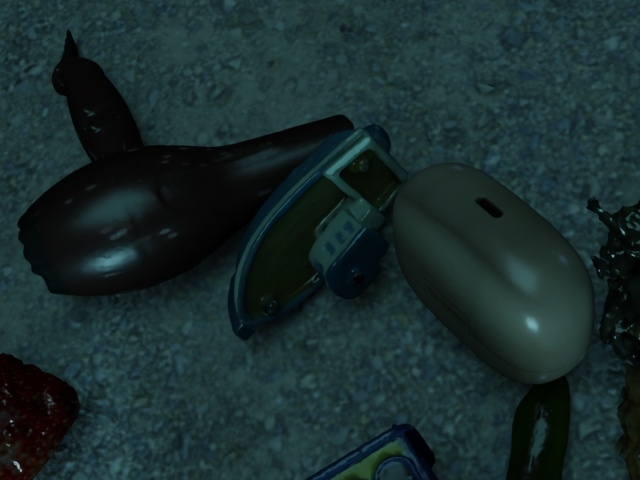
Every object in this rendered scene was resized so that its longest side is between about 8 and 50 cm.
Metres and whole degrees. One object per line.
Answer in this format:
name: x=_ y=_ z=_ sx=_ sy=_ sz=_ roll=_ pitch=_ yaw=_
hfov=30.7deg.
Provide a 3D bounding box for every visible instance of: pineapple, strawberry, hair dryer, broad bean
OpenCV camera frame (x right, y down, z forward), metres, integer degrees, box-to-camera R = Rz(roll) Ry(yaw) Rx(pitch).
pineapple: x=0.275 y=0.071 z=0.866 sx=0.169 sy=0.169 sz=0.341 roll=-15 pitch=62 yaw=9
strawberry: x=-0.294 y=0.158 z=1.007 sx=0.148 sy=0.131 sz=0.131 roll=-8 pitch=65 yaw=21
hair dryer: x=-0.157 y=-0.115 z=1.119 sx=0.312 sy=0.123 sz=0.340 roll=-24 pitch=51 yaw=-8
broad bean: x=0.177 y=0.209 z=0.899 sx=0.069 sy=0.039 sz=0.227 roll=-15 pitch=64 yaw=16

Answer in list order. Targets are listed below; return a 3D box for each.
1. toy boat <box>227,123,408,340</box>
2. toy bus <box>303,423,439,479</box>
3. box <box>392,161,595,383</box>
toy boat: x=0.000 y=0.000 z=0.993 sx=0.215 sy=0.088 sz=0.102 roll=-47 pitch=39 yaw=2
toy bus: x=-0.010 y=0.282 z=0.863 sx=0.287 sy=0.138 sz=0.175 roll=-31 pitch=63 yaw=0
box: x=0.134 y=0.024 z=0.927 sx=0.088 sy=0.146 sz=0.200 roll=-30 pitch=49 yaw=-17
